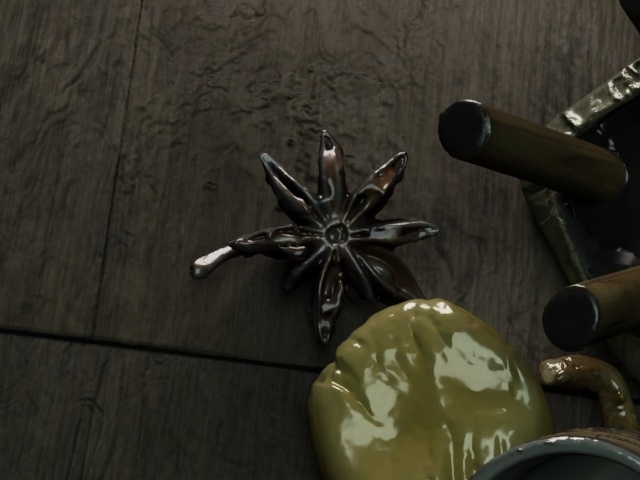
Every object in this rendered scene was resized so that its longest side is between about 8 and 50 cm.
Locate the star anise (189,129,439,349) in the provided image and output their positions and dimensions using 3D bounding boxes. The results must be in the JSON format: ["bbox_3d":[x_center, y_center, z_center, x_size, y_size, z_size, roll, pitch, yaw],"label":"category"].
[{"bbox_3d":[-0.001,0.000,1.906,0.231,0.089,0.209,12,78,4],"label":"star anise"}]

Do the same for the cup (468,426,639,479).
[{"bbox_3d":[0.279,0.280,1.672,0.301,0.257,0.227,38,109,17],"label":"cup"}]

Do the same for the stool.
[{"bbox_3d":[0.313,-0.055,1.800,0.310,0.226,0.310,-39,64,22],"label":"stool"}]

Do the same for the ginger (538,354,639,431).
[{"bbox_3d":[0.314,0.210,1.829,0.075,0.089,0.288,-31,74,-29],"label":"ginger"}]

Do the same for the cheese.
[{"bbox_3d":[0.097,0.173,1.828,0.214,0.117,0.226,-39,68,-12],"label":"cheese"}]
